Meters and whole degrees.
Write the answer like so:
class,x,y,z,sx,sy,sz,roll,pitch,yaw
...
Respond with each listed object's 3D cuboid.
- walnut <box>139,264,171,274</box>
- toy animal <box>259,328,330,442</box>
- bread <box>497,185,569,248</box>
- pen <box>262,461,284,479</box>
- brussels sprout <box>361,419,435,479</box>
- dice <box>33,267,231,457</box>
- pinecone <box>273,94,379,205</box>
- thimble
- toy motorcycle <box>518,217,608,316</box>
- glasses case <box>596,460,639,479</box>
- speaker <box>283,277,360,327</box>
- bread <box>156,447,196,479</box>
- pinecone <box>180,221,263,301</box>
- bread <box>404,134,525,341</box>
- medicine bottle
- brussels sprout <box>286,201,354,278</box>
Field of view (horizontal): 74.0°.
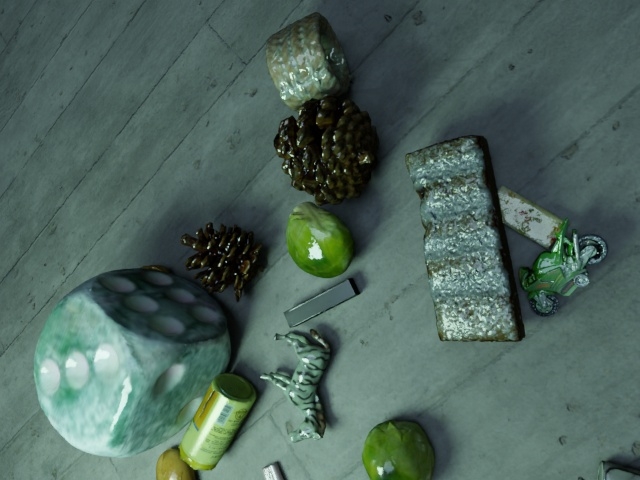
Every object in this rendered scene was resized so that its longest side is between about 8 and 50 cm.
class,x,y,z,sx,sy,sz,roll,pitch,yaw
walnut,-0.485,0.109,1.246,0.121,0.052,0.091,-7,109,17
toy animal,-0.061,0.340,1.024,0.170,0.090,0.255,2,88,19
bread,0.421,-0.050,0.878,0.154,0.028,0.068,38,102,24
pen,-0.091,0.647,1.031,0.053,0.032,0.197,-31,72,18
brussels sprout,0.159,0.461,0.890,0.152,0.122,0.149,21,96,25
dice,-0.450,0.283,1.055,0.328,0.330,0.348,32,100,23
pinecone,0.017,-0.204,0.971,0.243,0.244,0.257,-67,23,4
thimble,-0.024,-0.420,1.007,0.148,0.229,0.195,-19,105,21
toy motorcycle,0.457,0.057,0.825,0.106,0.074,0.190,36,114,18
glasses case,0.640,0.472,0.709,0.299,0.060,0.114,6,87,24
speaker,0.002,0.154,1.035,0.191,0.040,0.046,-29,76,18
bread,-0.389,0.658,1.140,0.114,0.077,0.189,-28,72,14
pinecone,-0.257,0.045,1.092,0.213,0.168,0.185,19,78,11
bread,0.293,-0.002,0.872,0.165,0.113,0.416,-15,79,37
medicine bottle,-0.266,0.463,1.080,0.124,0.124,0.238,34,99,23
brussels sprout,-0.004,0.003,0.995,0.144,0.161,0.180,-29,60,-14
